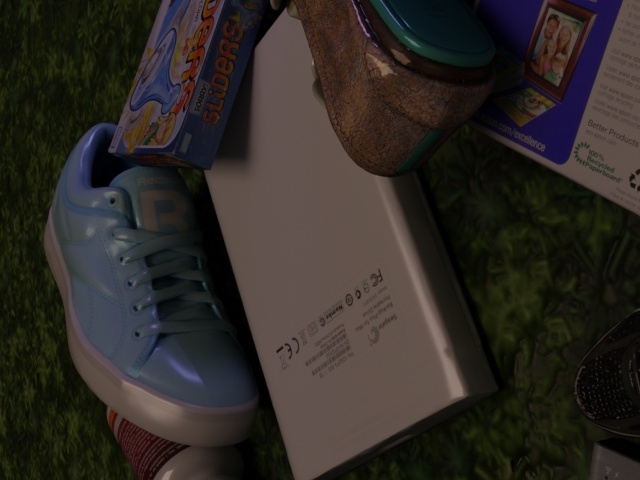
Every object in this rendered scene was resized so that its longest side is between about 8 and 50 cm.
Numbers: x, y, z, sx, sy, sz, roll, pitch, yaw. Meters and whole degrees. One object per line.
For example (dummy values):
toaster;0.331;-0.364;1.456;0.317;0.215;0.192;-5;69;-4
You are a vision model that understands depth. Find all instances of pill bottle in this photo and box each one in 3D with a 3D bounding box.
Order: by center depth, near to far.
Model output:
pill bottle;-0.120;0.185;0.820;0.152;0.086;0.086;47;128;42

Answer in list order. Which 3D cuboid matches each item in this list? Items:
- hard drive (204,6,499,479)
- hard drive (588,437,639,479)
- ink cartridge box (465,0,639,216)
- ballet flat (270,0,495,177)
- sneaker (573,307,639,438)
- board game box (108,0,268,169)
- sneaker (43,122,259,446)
hard drive;0.000;0.000;0.686;0.203;0.040;0.308;-42;59;46
hard drive;0.171;0.180;0.476;0.094;0.022;0.135;18;106;52
ink cartridge box;0.162;-0.124;0.453;0.206;0.045;0.208;40;124;47
ballet flat;0.011;-0.160;0.580;0.106;0.107;0.316;114;153;-42
sneaker;0.174;0.047;0.419;0.178;0.077;0.072;-37;61;49
board game box;-0.098;-0.157;0.758;0.136;0.035;0.201;8;78;57
sneaker;-0.155;0.017;0.820;0.366;0.135;0.150;46;130;41
